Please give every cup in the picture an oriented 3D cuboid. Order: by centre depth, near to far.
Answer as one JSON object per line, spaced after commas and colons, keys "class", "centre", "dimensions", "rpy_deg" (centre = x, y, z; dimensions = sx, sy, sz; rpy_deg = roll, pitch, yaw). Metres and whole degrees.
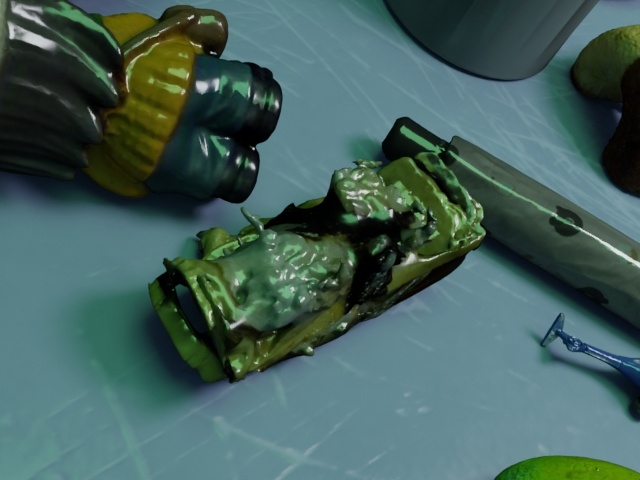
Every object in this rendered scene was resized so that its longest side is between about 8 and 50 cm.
{"class": "cup", "centre": [0.225, -0.395, 1.020], "dimensions": [0.236, 0.327, 0.323], "rpy_deg": [4, 54, -24]}

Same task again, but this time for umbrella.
{"class": "umbrella", "centre": [0.207, -0.014, 0.905], "dimensions": [0.337, 0.067, 0.073], "rpy_deg": [31, 18, -3]}

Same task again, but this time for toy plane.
{"class": "toy plane", "centre": [0.280, 0.115, 0.865], "dimensions": [0.167, 0.054, 0.062], "rpy_deg": [23, 25, -11]}

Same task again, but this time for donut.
{"class": "donut", "centre": [0.349, -0.162, 1.051], "dimensions": [0.085, 0.141, 0.217], "rpy_deg": [1, 52, -17]}

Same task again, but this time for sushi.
{"class": "sushi", "centre": [-0.003, 0.004, 0.750], "dimensions": [0.291, 0.131, 0.139], "rpy_deg": [-26, 72, -29]}

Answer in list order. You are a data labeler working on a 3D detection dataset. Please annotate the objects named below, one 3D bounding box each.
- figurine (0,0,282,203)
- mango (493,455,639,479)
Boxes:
{"class": "figurine", "centre": [-0.195, -0.118, 0.707], "dimensions": [0.332, 0.185, 0.204], "rpy_deg": [19, 15, -7]}
{"class": "mango", "centre": [0.207, 0.222, 0.714], "dimensions": [0.178, 0.100, 0.119], "rpy_deg": [26, 51, 3]}
